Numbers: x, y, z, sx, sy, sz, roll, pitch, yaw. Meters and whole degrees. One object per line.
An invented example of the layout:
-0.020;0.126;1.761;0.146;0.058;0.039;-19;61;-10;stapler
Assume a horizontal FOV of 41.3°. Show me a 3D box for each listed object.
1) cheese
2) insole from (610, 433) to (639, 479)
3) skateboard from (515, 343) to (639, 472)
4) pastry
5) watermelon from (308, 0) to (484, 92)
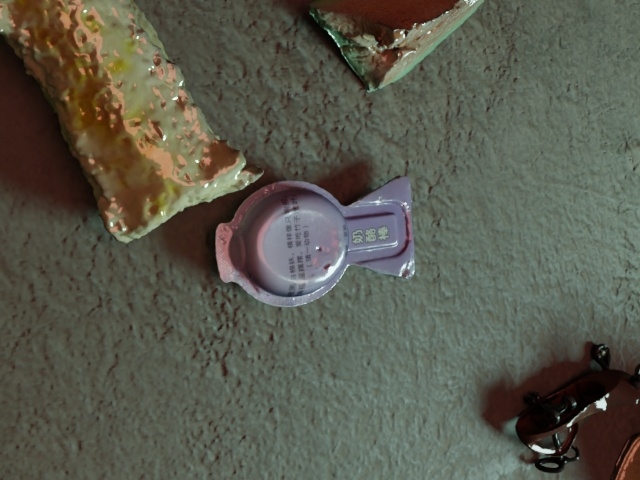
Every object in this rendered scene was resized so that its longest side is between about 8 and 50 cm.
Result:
0.000;0.000;0.719;0.190;0.042;0.105;-6;96;-27;cheese
0.332;0.330;0.917;0.081;0.011;0.248;12;87;-27;insole
0.262;0.174;0.856;0.151;0.067;0.080;-25;113;-19;skateboard
-0.161;-0.120;0.606;0.121;0.089;0.258;-39;107;-17;pastry
0.078;-0.181;0.731;0.155;0.080;0.101;-38;138;-27;watermelon
